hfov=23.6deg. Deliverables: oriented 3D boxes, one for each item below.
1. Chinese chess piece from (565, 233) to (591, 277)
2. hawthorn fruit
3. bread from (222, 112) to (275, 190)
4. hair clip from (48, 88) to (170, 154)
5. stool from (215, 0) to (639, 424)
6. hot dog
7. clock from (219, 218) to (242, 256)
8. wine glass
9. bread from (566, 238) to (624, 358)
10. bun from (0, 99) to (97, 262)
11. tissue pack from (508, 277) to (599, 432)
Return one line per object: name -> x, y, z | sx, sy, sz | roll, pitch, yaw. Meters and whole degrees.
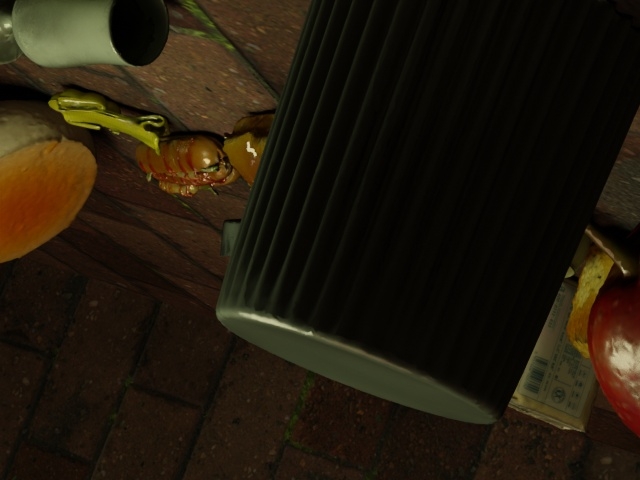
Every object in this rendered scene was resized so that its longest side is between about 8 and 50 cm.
Chinese chess piece -> 0.227, -0.018, 1.810 | 0.188, 0.083, 0.188 | 18, 167, 4
hawthorn fruit -> 0.388, 0.083, 1.539 | 0.369, 0.284, 0.285 | 33, 167, -14
bread -> -0.009, -0.087, 1.841 | 0.185, 0.109, 0.380 | 26, 171, -22
hair clip -> -0.295, -0.172, 2.120 | 0.173, 0.046, 0.072 | 18, 160, 12
stool -> 0.087, -0.042, 1.273 | 0.297, 0.330, 0.297 | 20, 170, 4
hot dog -> -0.192, -0.105, 2.183 | 0.104, 0.076, 0.250 | 27, 166, -31
clock -> 0.000, 0.000, 2.120 | 0.281, 0.055, 0.280 | 1, -178, 0
wine glass -> -0.270, -0.233, 1.626 | 0.231, 0.103, 0.103 | 7, 163, 38
bread -> 0.419, 0.102, 1.834 | 0.268, 0.145, 0.268 | 24, 171, 4
bun -> -0.491, -0.105, 2.299 | 0.165, 0.299, 0.299 | 49, -178, 25
tissue pack -> 0.326, 0.151, 2.136 | 0.148, 0.196, 0.092 | 24, 170, -20
